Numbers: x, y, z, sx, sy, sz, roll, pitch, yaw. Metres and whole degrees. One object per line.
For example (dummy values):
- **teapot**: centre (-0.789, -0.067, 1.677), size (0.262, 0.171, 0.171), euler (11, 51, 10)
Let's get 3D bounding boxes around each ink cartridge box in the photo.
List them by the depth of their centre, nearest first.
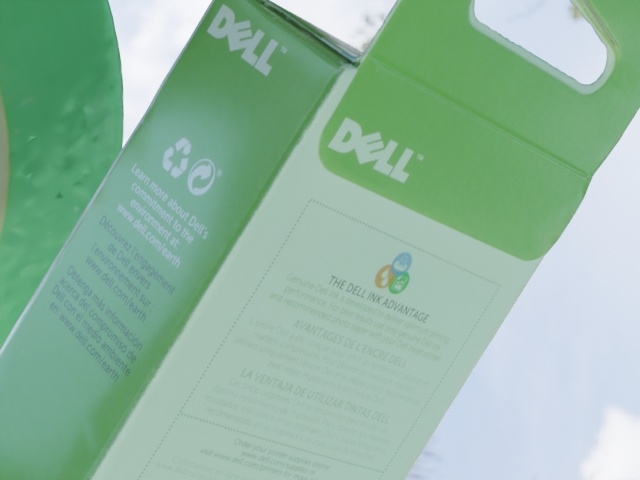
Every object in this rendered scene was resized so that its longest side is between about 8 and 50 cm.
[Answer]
- **ink cartridge box**: centre (0.000, 0.000, 0.446), size (0.109, 0.062, 0.209), euler (23, -78, -45)

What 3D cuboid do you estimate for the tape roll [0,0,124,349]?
- **tape roll**: centre (-0.214, -0.014, 0.460), size (0.321, 0.077, 0.321), euler (-22, -45, -24)
